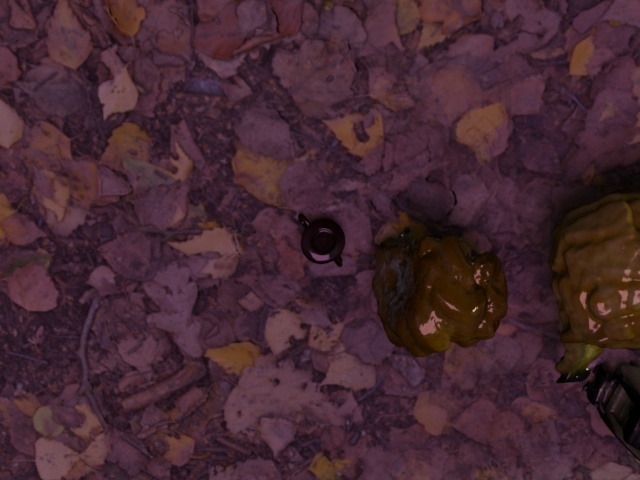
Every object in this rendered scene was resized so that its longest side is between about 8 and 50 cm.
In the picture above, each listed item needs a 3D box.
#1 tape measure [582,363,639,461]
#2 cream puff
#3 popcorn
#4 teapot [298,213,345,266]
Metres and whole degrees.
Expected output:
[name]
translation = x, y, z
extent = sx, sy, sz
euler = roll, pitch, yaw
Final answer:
[tape measure]
translation = 0.533, 0.296, 1.735
extent = 0.235, 0.207, 0.115
euler = 19, 114, -8
[cream puff]
translation = 0.181, 0.082, 1.658
extent = 0.194, 0.221, 0.195
euler = -2, 95, -20
[popcorn]
translation = 0.449, 0.045, 1.623
extent = 0.293, 0.293, 0.237
euler = -16, 73, 8
[teapot]
translation = 0.000, 0.000, 1.718
extent = 0.068, 0.045, 0.100
euler = -40, 88, -8
